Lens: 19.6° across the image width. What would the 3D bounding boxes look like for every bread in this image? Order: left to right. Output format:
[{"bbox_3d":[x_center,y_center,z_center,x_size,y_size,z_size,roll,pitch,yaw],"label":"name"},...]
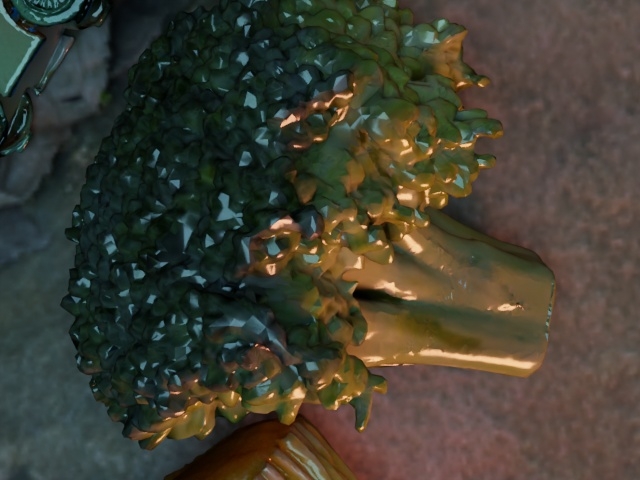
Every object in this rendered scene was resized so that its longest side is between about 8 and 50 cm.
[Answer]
[{"bbox_3d":[-0.057,0.177,0.948,0.190,0.132,0.114,-42,93,5],"label":"bread"}]

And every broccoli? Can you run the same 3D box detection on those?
[{"bbox_3d":[0.000,0.000,0.913,0.243,0.263,0.247,20,135,-22],"label":"broccoli"}]

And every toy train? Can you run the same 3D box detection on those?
[{"bbox_3d":[-0.176,-0.107,0.950,0.099,0.072,0.188,34,99,-1],"label":"toy train"}]
